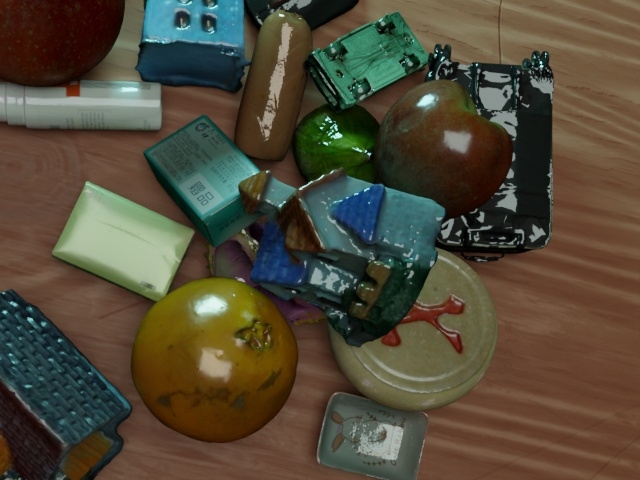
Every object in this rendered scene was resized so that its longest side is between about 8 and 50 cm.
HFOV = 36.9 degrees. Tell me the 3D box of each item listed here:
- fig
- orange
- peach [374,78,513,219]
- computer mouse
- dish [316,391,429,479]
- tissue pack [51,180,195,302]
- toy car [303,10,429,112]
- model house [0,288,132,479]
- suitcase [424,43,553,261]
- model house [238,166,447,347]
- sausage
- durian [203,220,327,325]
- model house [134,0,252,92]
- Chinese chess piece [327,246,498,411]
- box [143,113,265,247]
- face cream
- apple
[{"bbox_3d":[0.048,-0.188,1.909,0.203,0.235,0.203,0,88,-10],"label":"fig"},{"bbox_3d":[-0.197,0.222,1.778,0.312,0.312,0.312,1,83,-11],"label":"orange"},{"bbox_3d":[0.220,-0.162,1.778,0.252,0.252,0.253,1,83,-11],"label":"peach"},{"bbox_3d":[-0.031,-0.528,2.002,0.269,0.100,0.170,-34,89,-13],"label":"computer mouse"},{"bbox_3d":[0.100,0.395,1.930,0.212,0.077,0.151,14,83,-9],"label":"dish"},{"bbox_3d":[-0.378,0.008,1.854,0.234,0.125,0.159,25,79,-8],"label":"tissue pack"},{"bbox_3d":[0.098,-0.362,1.968,0.320,0.097,0.141,-35,91,-42],"label":"toy car"},{"bbox_3d":[-0.529,0.292,1.661,0.297,0.339,0.360,-42,84,-14],"label":"model house"},{"bbox_3d":[0.333,-0.172,1.982,0.283,0.194,0.434,2,83,-7],"label":"suitcase"},{"bbox_3d":[0.000,0.000,1.679,0.329,0.295,0.252,24,72,-11],"label":"model house"},{"bbox_3d":[-0.092,-0.307,1.922,0.121,0.121,0.304,12,96,-10],"label":"sausage"},{"bbox_3d":[-0.116,0.073,1.903,0.186,0.154,0.261,-30,93,8],"label":"durian"},{"bbox_3d":[-0.252,-0.465,1.883,0.215,0.237,0.303,1,81,-13],"label":"model house"},{"bbox_3d":[0.182,0.172,1.906,0.337,0.140,0.338,3,65,-7],"label":"Chinese chess piece"},{"bbox_3d":[-0.214,-0.119,1.856,0.153,0.092,0.245,-34,51,-12],"label":"box"},{"bbox_3d":[-0.486,-0.266,1.879,0.345,0.102,0.102,1,83,-13],"label":"face cream"},{"bbox_3d":[-0.535,-0.466,1.780,0.348,0.277,0.349,7,55,-10],"label":"apple"}]
